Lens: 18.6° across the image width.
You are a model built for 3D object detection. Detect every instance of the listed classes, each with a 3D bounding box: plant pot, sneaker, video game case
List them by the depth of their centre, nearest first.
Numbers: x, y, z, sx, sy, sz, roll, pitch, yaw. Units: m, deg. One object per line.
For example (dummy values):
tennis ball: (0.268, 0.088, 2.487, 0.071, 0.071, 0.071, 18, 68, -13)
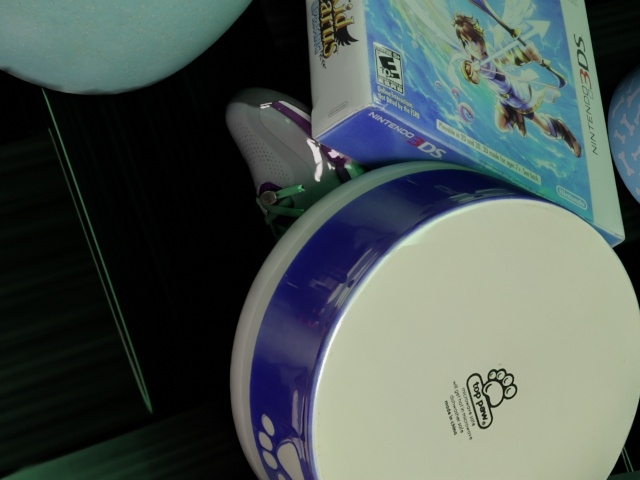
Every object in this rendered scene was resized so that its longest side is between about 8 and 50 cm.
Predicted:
plant pot: (-0.120, -0.260, 1.248, 0.290, 0.195, 0.290, 12, 69, -34)
sneaker: (0.000, 0.000, 1.335, 0.223, 0.083, 0.098, 49, 59, -15)
video game case: (0.101, -0.135, 1.408, 0.269, 0.061, 0.244, 25, 47, -39)

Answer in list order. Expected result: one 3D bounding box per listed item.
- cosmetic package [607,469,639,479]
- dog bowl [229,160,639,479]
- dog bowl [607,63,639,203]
cosmetic package: (0.225, 0.231, 1.241, 0.284, 0.377, 0.097, -33, 98, -39)
dog bowl: (0.080, 0.087, 1.281, 0.265, 0.104, 0.264, -9, 109, -29)
dog bowl: (0.349, -0.118, 1.643, 0.297, 0.074, 0.166, -39, 100, -38)
